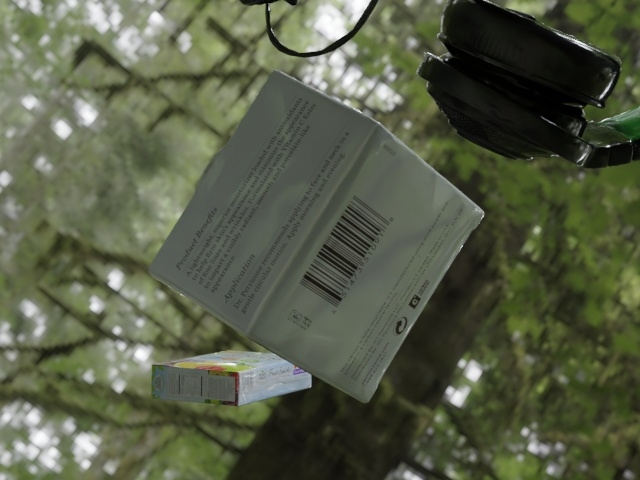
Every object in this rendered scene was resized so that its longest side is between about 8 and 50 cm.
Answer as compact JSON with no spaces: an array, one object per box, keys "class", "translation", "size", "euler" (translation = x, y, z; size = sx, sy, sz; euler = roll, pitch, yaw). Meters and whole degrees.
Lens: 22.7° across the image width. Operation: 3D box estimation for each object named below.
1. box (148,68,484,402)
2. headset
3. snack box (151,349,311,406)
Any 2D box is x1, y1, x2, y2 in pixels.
[{"class":"box","translation":[0.000,0.000,1.204],"size":[0.119,0.181,0.182],"euler":[31,-2,38]},{"class":"headset","translation":[0.124,-0.176,1.061],"size":[0.185,0.394,0.243],"euler":[-140,-129,-56]},{"class":"snack box","translation":[-0.086,0.133,1.557],"size":[0.100,0.037,0.141],"euler":[3,4,29]}]
